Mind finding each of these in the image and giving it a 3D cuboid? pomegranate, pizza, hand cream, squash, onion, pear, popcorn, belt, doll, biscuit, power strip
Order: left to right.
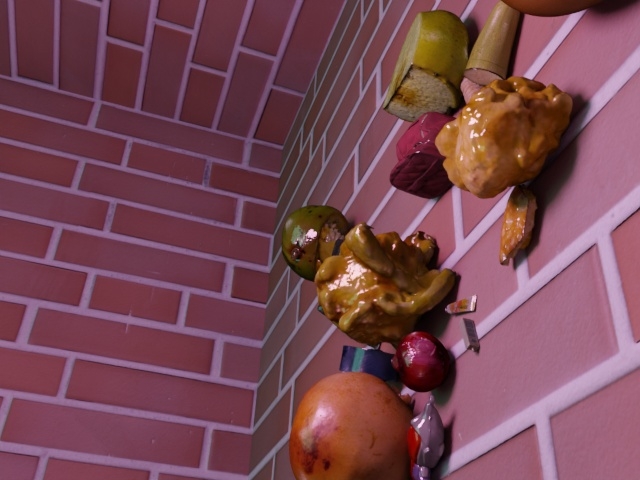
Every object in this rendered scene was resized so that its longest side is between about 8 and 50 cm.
[{"bbox_3d":[0.000,0.000,2.379,0.340,0.260,0.260,-31,-39,-67],"label":"pomegranate"},{"bbox_3d":[0.080,0.436,1.550,0.319,0.319,0.319,-167,90,-76],"label":"pomegranate"},{"bbox_3d":[0.121,0.310,1.757,0.190,0.141,0.082,154,130,-74],"label":"belt"},{"bbox_3d":[0.149,0.111,1.608,0.321,0.325,0.290,7,-89,-63],"label":"popcorn"},{"bbox_3d":[0.212,0.257,1.485,0.131,0.131,0.131,-167,90,-76],"label":"onion"},{"bbox_3d":[0.212,0.420,1.425,0.102,0.075,0.227,-96,12,-79],"label":"doll"},{"bbox_3d":[0.283,-0.448,1.768,0.292,0.159,0.292,-165,90,-83],"label":"pear"},{"bbox_3d":[0.294,0.137,1.473,0.102,0.022,0.035,-34,37,65],"label":"hand cream"},{"bbox_3d":[0.297,0.188,1.399,0.083,0.027,0.017,-95,23,-47],"label":"power strip"},{"bbox_3d":[0.353,-0.303,1.563,0.061,0.055,0.219,-51,25,30],"label":"biscuit"},{"bbox_3d":[0.392,-0.449,1.520,0.094,0.094,0.224,-153,85,-76],"label":"squash"},{"bbox_3d":[0.327,-0.177,1.263,0.190,0.191,0.253,-90,18,-44],"label":"popcorn"},{"bbox_3d":[0.367,-0.032,1.297,0.099,0.035,0.160,166,116,-75],"label":"pizza"}]

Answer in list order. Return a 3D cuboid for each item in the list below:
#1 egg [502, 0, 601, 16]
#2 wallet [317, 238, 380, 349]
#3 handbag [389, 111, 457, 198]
[{"bbox_3d":[0.399,-0.497,1.145,0.322,0.250,0.250,-156,79,-67],"label":"egg"},{"bbox_3d":[0.103,0.146,2.021,0.323,0.041,0.247,25,105,57],"label":"wallet"},{"bbox_3d":[0.258,-0.196,1.666,0.225,0.146,0.135,134,152,-66],"label":"handbag"}]
